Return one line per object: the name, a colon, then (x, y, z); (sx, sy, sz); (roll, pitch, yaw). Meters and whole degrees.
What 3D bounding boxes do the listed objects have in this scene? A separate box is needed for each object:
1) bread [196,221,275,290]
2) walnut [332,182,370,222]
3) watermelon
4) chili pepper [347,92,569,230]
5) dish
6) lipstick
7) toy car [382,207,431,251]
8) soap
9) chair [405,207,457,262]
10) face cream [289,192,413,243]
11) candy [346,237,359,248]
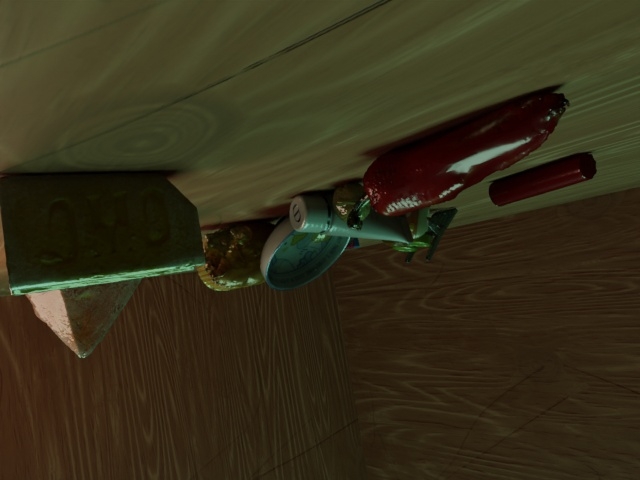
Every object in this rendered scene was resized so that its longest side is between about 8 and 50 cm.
bread: (-0.210, 0.041, 1.296); (0.250, 0.178, 0.133); (-10, -179, -28)
walnut: (0.064, -0.077, 0.968); (0.092, 0.092, 0.092); (-10, 176, -1)
watermelon: (-0.664, 0.147, 1.354); (0.250, 0.292, 0.283); (-40, 171, 5)
chili pepper: (0.175, -0.110, 0.706); (0.388, 0.110, 0.110); (-21, 170, 42)
dish: (-0.059, -0.011, 1.235); (0.273, 0.134, 0.273); (-30, 150, -19)
lipstick: (0.559, -0.151, 1.214); (0.073, 0.073, 0.280); (-7, 175, -29)
toy car: (0.182, -0.059, 1.285); (0.235, 0.145, 0.235); (7, 172, 1)
soap: (-0.282, -0.015, 0.624); (0.232, 0.140, 0.073); (-7, 175, -33)
chair: (0.394, -0.059, 1.837); (0.270, 0.147, 0.136); (-56, -159, -24)
face cream: (0.082, -0.059, 1.082); (0.315, 0.143, 0.089); (-1, 155, -31)
candy: (0.000, -0.001, 1.747); (0.157, 0.100, 0.306); (-14, 173, 35)
